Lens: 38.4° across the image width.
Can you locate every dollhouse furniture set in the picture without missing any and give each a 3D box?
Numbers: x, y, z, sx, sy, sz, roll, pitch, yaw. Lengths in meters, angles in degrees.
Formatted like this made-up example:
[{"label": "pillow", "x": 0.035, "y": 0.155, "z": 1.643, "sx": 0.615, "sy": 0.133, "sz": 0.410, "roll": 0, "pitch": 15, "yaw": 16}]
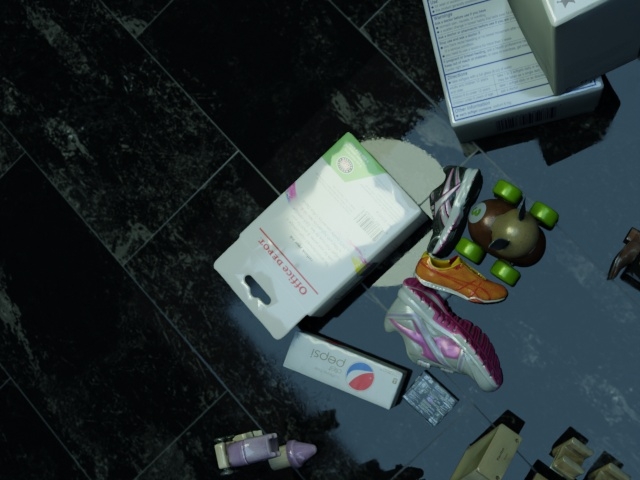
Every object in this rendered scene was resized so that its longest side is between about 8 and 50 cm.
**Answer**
[{"label": "dollhouse furniture set", "x": 0.355, "y": 0.440, "z": 1.557, "sx": 0.242, "sy": 0.161, "sz": 0.212, "roll": 35, "pitch": 59, "yaw": 5}]

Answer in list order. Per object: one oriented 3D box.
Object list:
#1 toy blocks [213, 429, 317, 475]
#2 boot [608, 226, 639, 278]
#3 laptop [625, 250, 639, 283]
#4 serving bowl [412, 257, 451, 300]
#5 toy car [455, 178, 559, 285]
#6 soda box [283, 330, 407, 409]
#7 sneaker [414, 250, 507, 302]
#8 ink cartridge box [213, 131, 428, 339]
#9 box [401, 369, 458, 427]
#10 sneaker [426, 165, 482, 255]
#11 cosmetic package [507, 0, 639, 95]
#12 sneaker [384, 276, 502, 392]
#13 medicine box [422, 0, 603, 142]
[{"label": "toy blocks", "x": 0.016, "y": 0.452, "z": 1.576, "sx": 0.260, "sy": 0.288, "sz": 0.309, "roll": -18, "pitch": 79, "yaw": 17}, {"label": "boot", "x": 0.576, "y": 0.045, "z": 1.610, "sx": 0.114, "sy": 0.037, "sz": 0.106, "roll": 29, "pitch": 90, "yaw": 10}, {"label": "laptop", "x": 0.691, "y": 0.004, "z": 1.525, "sx": 0.234, "sy": 0.136, "sz": 0.264, "roll": 35, "pitch": 76, "yaw": 12}, {"label": "serving bowl", "x": 0.209, "y": 0.073, "z": 1.697, "sx": 0.083, "sy": 0.027, "sz": 0.083, "roll": -1, "pitch": 85, "yaw": 13}, {"label": "toy car", "x": 0.322, "y": -0.021, "z": 1.596, "sx": 0.149, "sy": 0.188, "sz": 0.155, "roll": 33, "pitch": 93, "yaw": 14}, {"label": "soda box", "x": 0.046, "y": 0.237, "z": 1.699, "sx": 0.216, "sy": 0.069, "sz": 0.074, "roll": 20, "pitch": 90, "yaw": 15}, {"label": "sneaker", "x": 0.258, "y": 0.067, "z": 1.645, "sx": 0.175, "sy": 0.064, "sz": 0.067, "roll": 17, "pitch": 108, "yaw": -10}, {"label": "ink cartridge box", "x": 0.000, "y": 0.000, "z": 1.706, "sx": 0.353, "sy": 0.119, "sz": 0.207, "roll": -42, "pitch": 78, "yaw": 5}, {"label": "box", "x": 0.200, "y": 0.289, "z": 1.683, "sx": 0.083, "sy": 0.018, "sz": 0.067, "roll": 41, "pitch": 95, "yaw": 14}, {"label": "sneaker", "x": 0.231, "y": -0.057, "z": 1.693, "sx": 0.077, "sy": 0.072, "sz": 0.178, "roll": 22, "pitch": 82, "yaw": 27}, {"label": "cosmetic package", "x": 0.371, "y": -0.380, "z": 1.365, "sx": 0.156, "sy": 0.385, "sz": 0.217, "roll": -25, "pitch": 80, "yaw": 10}, {"label": "sneaker", "x": 0.217, "y": 0.186, "z": 1.654, "sx": 0.252, "sy": 0.103, "sz": 0.111, "roll": 44, "pitch": 112, "yaw": 9}, {"label": "medicine box", "x": 0.338, "y": -0.354, "z": 1.645, "sx": 0.263, "sy": 0.149, "sz": 0.289, "roll": -13, "pitch": 81, "yaw": 11}]
